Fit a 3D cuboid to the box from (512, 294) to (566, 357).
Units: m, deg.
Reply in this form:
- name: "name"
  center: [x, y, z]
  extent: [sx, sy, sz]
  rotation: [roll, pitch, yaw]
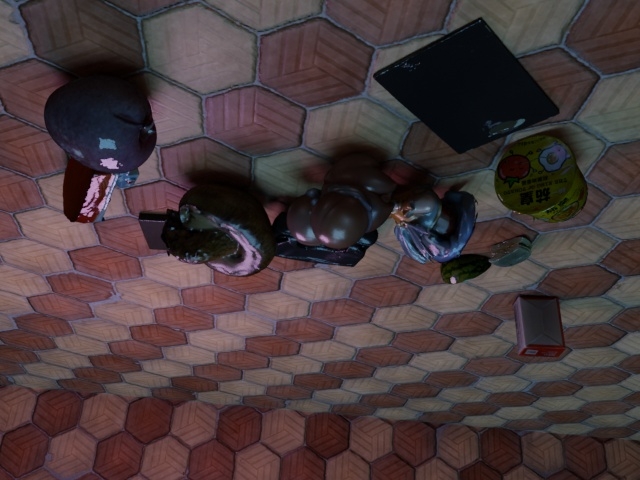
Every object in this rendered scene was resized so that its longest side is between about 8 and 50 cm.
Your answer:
- name: "box"
  center: [0.687, 0.272, 2.237]
  extent: [0.133, 0.182, 0.099]
  rotation: [1, 151, -2]

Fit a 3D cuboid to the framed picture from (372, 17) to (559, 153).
- name: "framed picture"
  center: [0.298, -0.294, 1.428]
  extent: [0.244, 0.013, 0.324]
  rotation: [-20, 144, 37]

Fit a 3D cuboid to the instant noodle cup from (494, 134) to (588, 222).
- name: "instant noodle cup"
  center: [0.497, -0.124, 1.561]
  extent: [0.182, 0.182, 0.144]
  rotation: [-18, 154, 34]

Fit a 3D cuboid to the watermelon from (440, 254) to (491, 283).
- name: "watermelon"
  center: [0.407, 0.073, 2.052]
  extent: [0.163, 0.087, 0.069]
  rotation: [-17, 108, 29]

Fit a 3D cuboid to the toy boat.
- name: "toy boat"
  center: [-0.527, -0.136, 1.697]
  extent: [0.133, 0.145, 0.332]
  rotation: [-12, 163, -34]

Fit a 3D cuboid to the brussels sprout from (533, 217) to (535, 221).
- name: "brussels sprout"
  center: [0.540, -0.092, 1.724]
  extent: [0.085, 0.058, 0.085]
  rotation: [-4, 119, -6]

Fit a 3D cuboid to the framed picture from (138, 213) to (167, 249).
- name: "framed picture"
  center: [-0.434, -0.021, 1.998]
  extent: [0.127, 0.023, 0.168]
  rotation: [3, 151, 0]

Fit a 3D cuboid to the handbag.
- name: "handbag"
  center: [0.000, 0.000, 1.879]
  extent: [0.275, 0.088, 0.244]
  rotation: [10, 164, -7]

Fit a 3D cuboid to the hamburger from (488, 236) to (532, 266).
- name: "hamburger"
  center: [0.534, 0.035, 1.957]
  extent: [0.084, 0.054, 0.121]
  rotation: [28, 136, -34]

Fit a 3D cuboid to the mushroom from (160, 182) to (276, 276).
- name: "mushroom"
  center: [-0.256, -0.029, 1.783]
  extent: [0.283, 0.195, 0.263]
  rotation: [1, 144, -10]

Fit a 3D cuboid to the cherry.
- name: "cherry"
  center: [-0.437, -0.235, 1.449]
  extent: [0.266, 0.184, 0.213]
  rotation: [16, 144, 10]

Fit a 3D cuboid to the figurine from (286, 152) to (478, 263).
- name: "figurine"
  center: [0.142, -0.061, 1.657]
  extent: [0.388, 0.248, 0.276]
  rotation: [20, 171, -22]
